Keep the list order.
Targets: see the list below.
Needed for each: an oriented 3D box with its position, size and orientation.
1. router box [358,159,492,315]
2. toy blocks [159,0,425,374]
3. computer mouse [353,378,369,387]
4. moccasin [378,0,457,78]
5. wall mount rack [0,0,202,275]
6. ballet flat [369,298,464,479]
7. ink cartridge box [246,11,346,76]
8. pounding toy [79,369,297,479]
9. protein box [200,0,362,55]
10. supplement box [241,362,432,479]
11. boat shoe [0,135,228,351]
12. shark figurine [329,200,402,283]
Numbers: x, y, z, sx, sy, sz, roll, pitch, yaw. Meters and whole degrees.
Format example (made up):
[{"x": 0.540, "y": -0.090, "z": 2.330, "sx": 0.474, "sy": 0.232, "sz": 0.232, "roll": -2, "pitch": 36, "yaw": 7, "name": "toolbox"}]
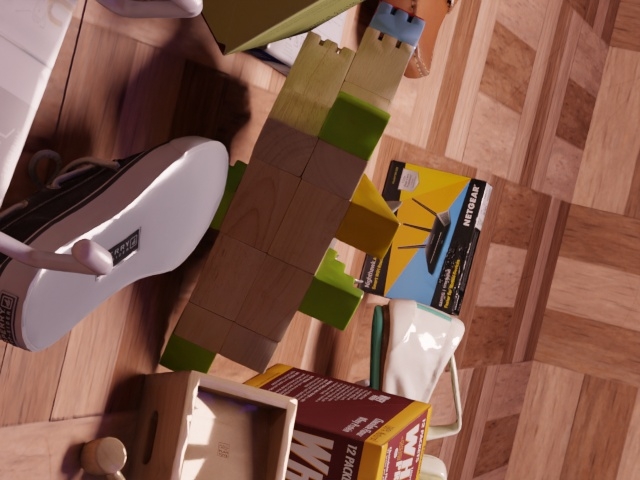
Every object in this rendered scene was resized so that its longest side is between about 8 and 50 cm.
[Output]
[{"x": 0.137, "y": -0.003, "z": 2.282, "sx": 0.046, "sy": 0.133, "sz": 0.179, "roll": 26, "pitch": 78, "yaw": -72, "name": "router box"}, {"x": -0.017, "y": -0.066, "z": 1.670, "sx": 0.261, "sy": 0.191, "sz": 0.381, "roll": -68, "pitch": -177, "yaw": -50, "name": "toy blocks"}, {"x": 0.017, "y": 0.266, "z": 2.279, "sx": 0.106, "sy": 0.042, "sz": 0.193, "roll": 13, "pitch": 96, "yaw": -68, "name": "computer mouse"}, {"x": 0.169, "y": -0.363, "z": 2.084, "sx": 0.139, "sy": 0.147, "sz": 0.380, "roll": 70, "pitch": 38, "yaw": -60, "name": "moccasin"}, {"x": -0.223, "y": -0.131, "z": 1.113, "sx": 0.304, "sy": 0.130, "sz": 0.350, "roll": 34, "pitch": 68, "yaw": -47, "name": "wall mount rack"}, {"x": 0.109, "y": 0.259, "z": 2.219, "sx": 0.139, "sy": 0.139, "sz": 0.400, "roll": -45, "pitch": 147, "yaw": -58, "name": "ballet flat"}, {"x": -0.014, "y": -0.280, "z": 1.756, "sx": 0.223, "sy": 0.045, "sz": 0.224, "roll": 21, "pitch": 83, "yaw": -73, "name": "ink cartridge box"}, {"x": -0.143, "y": 0.216, "z": 1.636, "sx": 0.206, "sy": 0.094, "sz": 0.181, "roll": 19, "pitch": 73, "yaw": -33, "name": "pounding toy"}, {"x": 0.002, "y": -0.272, "z": 1.501, "sx": 0.136, "sy": 0.200, "sz": 0.201, "roll": 62, "pitch": 24, "yaw": -1, "name": "protein box"}, {"x": -0.002, "y": 0.239, "z": 1.941, "sx": 0.191, "sy": 0.194, "sz": 0.129, "roll": -23, "pitch": 125, "yaw": -68, "name": "supplement box"}, {"x": -0.182, "y": -0.012, "z": 1.356, "sx": 0.306, "sy": 0.105, "sz": 0.113, "roll": -43, "pitch": 148, "yaw": -49, "name": "boat shoe"}, {"x": 0.004, "y": 0.016, "z": 1.935, "sx": 0.278, "sy": 0.116, "sz": 0.166, "roll": -5, "pitch": 109, "yaw": -69, "name": "shark figurine"}]
